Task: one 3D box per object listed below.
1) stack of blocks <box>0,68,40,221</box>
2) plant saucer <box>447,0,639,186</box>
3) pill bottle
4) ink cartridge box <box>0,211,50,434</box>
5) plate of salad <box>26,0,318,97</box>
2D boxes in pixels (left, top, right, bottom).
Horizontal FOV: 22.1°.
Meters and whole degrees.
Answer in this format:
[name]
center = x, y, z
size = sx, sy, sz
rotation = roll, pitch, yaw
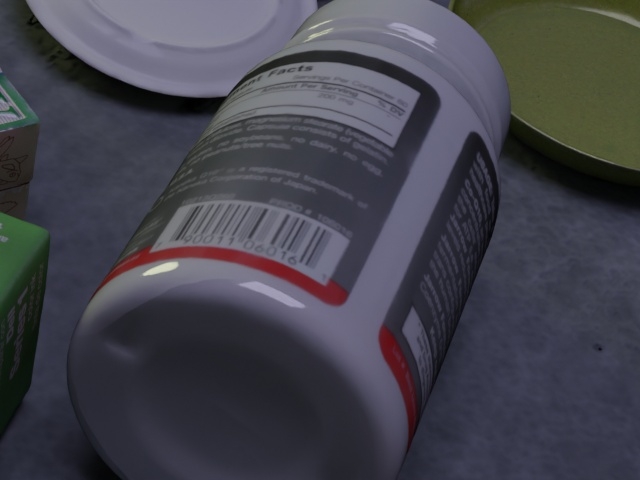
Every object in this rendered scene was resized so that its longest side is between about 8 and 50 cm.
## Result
[stack of blocks]
center = -0.269, -0.116, 0.918
size = 0.171, 0.087, 0.297
rotation = -17, 51, -34
[plant saucer]
center = 0.197, -0.111, 1.114
size = 0.241, 0.037, 0.241
rotation = 10, 40, -9
[pill bottle]
center = 0.000, 0.000, 0.827
size = 0.161, 0.161, 0.283
rotation = 22, 40, 5
[ink cartridge box]
center = -0.263, 0.082, 0.677
size = 0.201, 0.117, 0.278
rotation = 21, 41, 4
[plate of salad]
center = -0.100, -0.161, 1.060
size = 0.200, 0.048, 0.200
rotation = 11, 51, -14
